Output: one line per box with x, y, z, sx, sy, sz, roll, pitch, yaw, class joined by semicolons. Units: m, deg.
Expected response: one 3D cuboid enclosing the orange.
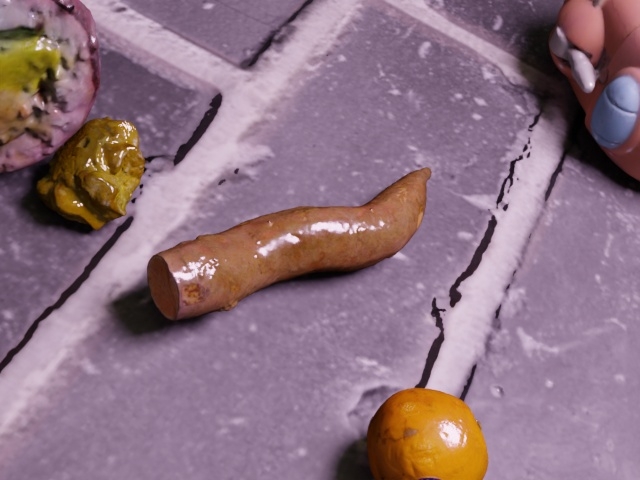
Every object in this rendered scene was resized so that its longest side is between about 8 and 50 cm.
0.069;0.136;0.597;0.083;0.083;0.083;11;50;-13;orange

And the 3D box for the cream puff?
-0.165;-0.049;0.679;0.058;0.083;0.083;47;16;-44;cream puff

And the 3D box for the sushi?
-0.261;-0.100;0.634;0.161;0.241;0.107;32;18;-49;sushi

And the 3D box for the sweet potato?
0.000;0.000;0.696;0.281;0.059;0.067;-16;24;-34;sweet potato

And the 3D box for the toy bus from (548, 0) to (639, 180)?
0.351;-0.175;0.891;0.232;0.194;0.287;-6;55;-16;toy bus
